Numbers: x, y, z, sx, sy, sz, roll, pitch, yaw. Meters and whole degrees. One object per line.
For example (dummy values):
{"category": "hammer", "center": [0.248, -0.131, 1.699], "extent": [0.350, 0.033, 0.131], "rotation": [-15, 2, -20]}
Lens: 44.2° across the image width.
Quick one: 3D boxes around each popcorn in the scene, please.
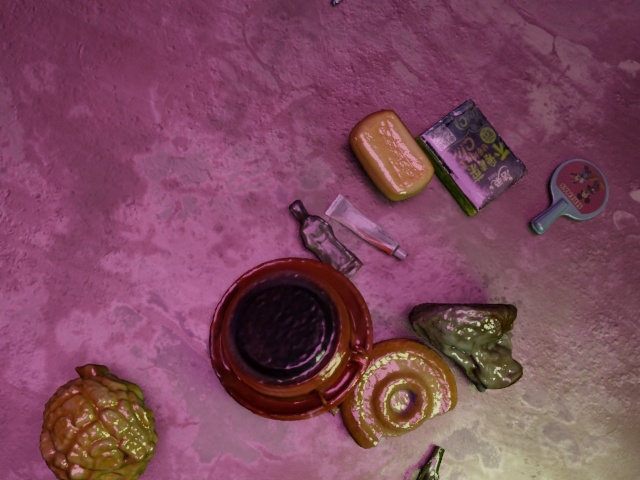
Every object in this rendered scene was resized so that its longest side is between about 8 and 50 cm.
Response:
{"category": "popcorn", "center": [-0.449, 0.386, 1.596], "extent": [0.224, 0.258, 0.270], "rotation": [-12, 91, -16]}

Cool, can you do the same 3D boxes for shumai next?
{"category": "shumai", "center": [0.323, 0.236, 1.751], "extent": [0.272, 0.222, 0.203], "rotation": [6, 85, -16]}

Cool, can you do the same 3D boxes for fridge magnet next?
{"category": "fridge magnet", "center": [-0.067, 0.206, 1.709], "extent": [0.364, 0.155, 0.363], "rotation": [-2, 70, 7]}

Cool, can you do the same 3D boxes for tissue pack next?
{"category": "tissue pack", "center": [0.358, -0.199, 1.887], "extent": [0.173, 0.073, 0.235], "rotation": [-38, 89, -11]}

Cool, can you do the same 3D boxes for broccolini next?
{"category": "broccolini", "center": [0.230, 0.561, 1.775], "extent": [0.091, 0.068, 0.202], "rotation": [35, 63, -14]}

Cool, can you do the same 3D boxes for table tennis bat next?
{"category": "table tennis bat", "center": [0.604, -0.100, 1.929], "extent": [0.244, 0.040, 0.153], "rotation": [-39, 89, -16]}

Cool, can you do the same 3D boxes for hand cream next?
{"category": "hand cream", "center": [0.112, -0.022, 1.848], "extent": [0.216, 0.038, 0.052], "rotation": [37, 54, 4]}

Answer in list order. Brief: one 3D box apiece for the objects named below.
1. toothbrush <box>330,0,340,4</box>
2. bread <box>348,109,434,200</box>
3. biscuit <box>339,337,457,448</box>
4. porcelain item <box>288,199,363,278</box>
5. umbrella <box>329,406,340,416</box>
{"category": "toothbrush", "center": [0.141, -0.746, 1.958], "extent": [0.035, 0.042, 0.413], "rotation": [33, 81, -2]}
{"category": "bread", "center": [0.162, -0.196, 1.845], "extent": [0.147, 0.098, 0.217], "rotation": [-31, 89, -12]}
{"category": "biscuit", "center": [0.164, 0.331, 1.771], "extent": [0.274, 0.091, 0.213], "rotation": [-28, 88, -9]}
{"category": "porcelain item", "center": [0.000, 0.000, 1.808], "extent": [0.081, 0.069, 0.215], "rotation": [-41, 90, 0]}
{"category": "umbrella", "center": [-0.018, 0.339, 1.760], "extent": [0.144, 0.037, 0.040], "rotation": [36, 62, 10]}
